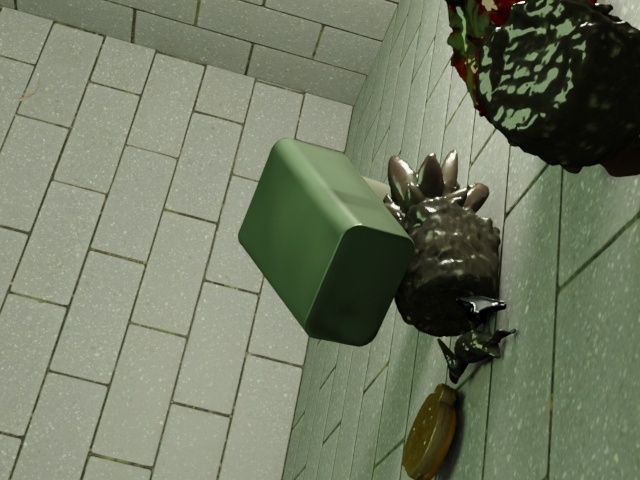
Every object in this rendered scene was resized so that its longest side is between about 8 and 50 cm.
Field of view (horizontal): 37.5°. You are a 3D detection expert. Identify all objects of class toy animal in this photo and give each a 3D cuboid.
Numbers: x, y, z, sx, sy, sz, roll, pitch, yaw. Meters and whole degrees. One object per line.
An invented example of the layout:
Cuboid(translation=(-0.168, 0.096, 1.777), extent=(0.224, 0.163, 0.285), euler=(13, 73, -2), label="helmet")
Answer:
Cuboid(translation=(0.233, 0.159, 1.439), extent=(0.202, 0.070, 0.105), euler=(114, 143, -47), label="toy animal")

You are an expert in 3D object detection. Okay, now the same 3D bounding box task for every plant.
Cuboid(translation=(0.190, 0.000, 1.569), extent=(0.194, 0.181, 0.321), euler=(-45, 31, 37), label="plant")
Cuboid(translation=(0.297, -0.164, 1.055), extent=(0.204, 0.234, 0.178), euler=(-47, 42, 28), label="plant")

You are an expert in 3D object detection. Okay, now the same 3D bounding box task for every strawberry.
Cuboid(translation=(0.306, -0.314, 1.368), extent=(0.261, 0.257, 0.261), euler=(165, 90, -81), label="strawberry")

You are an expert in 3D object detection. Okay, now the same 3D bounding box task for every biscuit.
Cuboid(translation=(0.189, 0.315, 1.543), extent=(0.170, 0.050, 0.170), euler=(-157, 90, -86), label="biscuit")

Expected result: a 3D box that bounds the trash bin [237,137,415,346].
Cuboid(translation=(0.000, 0.000, 1.572), extent=(0.223, 0.158, 0.343), euler=(-66, 27, 18), label="trash bin")

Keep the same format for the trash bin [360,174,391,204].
Cuboid(translation=(0.129, -0.003, 1.868), extent=(0.219, 0.250, 0.220), euler=(118, 166, -66), label="trash bin")
